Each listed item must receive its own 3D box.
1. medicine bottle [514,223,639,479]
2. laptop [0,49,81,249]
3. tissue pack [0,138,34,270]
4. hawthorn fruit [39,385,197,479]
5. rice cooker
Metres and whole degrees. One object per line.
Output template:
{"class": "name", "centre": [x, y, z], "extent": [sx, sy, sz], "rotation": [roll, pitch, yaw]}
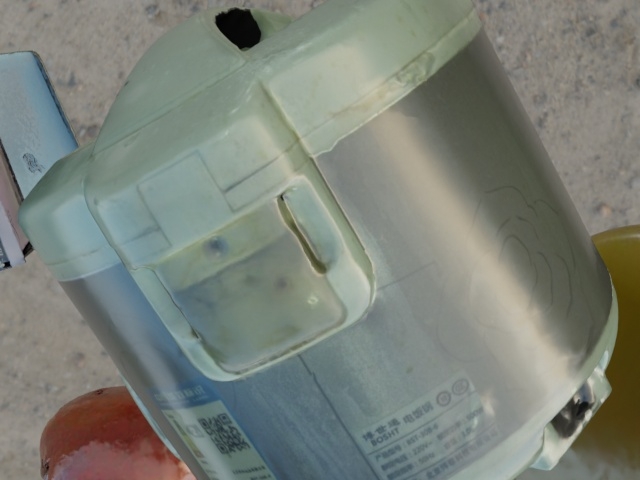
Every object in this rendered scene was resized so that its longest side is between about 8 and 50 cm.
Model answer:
{"class": "medicine bottle", "centre": [0.287, 0.117, 0.627], "extent": [0.232, 0.238, 0.238], "rotation": [9, 140, -44]}
{"class": "laptop", "centre": [-0.337, -0.095, 0.992], "extent": [0.188, 0.015, 0.269], "rotation": [4, 125, 36]}
{"class": "tissue pack", "centre": [-0.337, -0.080, 0.649], "extent": [0.149, 0.092, 0.246], "rotation": [-18, 106, -5]}
{"class": "hawthorn fruit", "centre": [-0.221, 0.283, 1.114], "extent": [0.299, 0.211, 0.211], "rotation": [-20, 132, 8]}
{"class": "rice cooker", "centre": [-0.003, -0.002, 0.478], "extent": [0.288, 0.288, 0.277], "rotation": [-25, 107, 23]}
